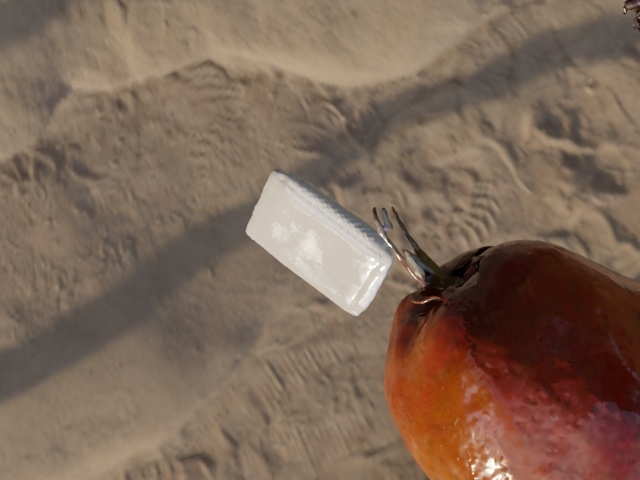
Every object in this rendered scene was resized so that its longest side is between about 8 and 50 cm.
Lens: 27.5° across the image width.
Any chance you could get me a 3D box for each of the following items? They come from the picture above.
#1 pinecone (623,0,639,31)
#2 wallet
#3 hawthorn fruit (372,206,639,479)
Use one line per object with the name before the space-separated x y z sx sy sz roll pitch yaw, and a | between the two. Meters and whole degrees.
pinecone | 0.437 -0.303 1.612 0.140 0.121 0.140 -17 112 -47
wallet | 0.000 0.000 1.547 0.183 0.032 0.124 36 131 10
hawthorn fruit | 0.136 0.089 0.925 0.299 0.211 0.211 43 99 -4
